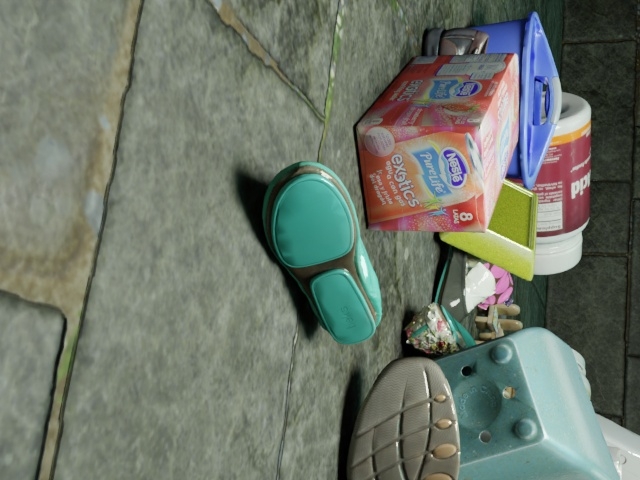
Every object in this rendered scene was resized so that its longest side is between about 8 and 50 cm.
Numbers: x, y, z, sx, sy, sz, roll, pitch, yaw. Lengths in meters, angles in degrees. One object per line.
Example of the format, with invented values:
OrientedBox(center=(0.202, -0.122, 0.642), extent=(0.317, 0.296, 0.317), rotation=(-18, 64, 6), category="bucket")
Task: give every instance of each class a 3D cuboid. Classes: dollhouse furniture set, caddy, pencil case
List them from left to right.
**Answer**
OrientedBox(center=(0.345, 0.047, 1.567), extent=(0.098, 0.095, 0.209), rotation=(-44, 137, -21), category="pencil case")
OrientedBox(center=(0.376, -0.269, 1.484), extent=(0.241, 0.179, 0.341), rotation=(0, 92, -68), category="caddy")
OrientedBox(center=(0.433, 0.287, 1.704), extent=(0.242, 0.161, 0.212), rotation=(63, 36, -51), category="dollhouse furniture set")

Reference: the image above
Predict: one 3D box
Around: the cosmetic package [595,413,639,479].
OrientedBox(center=(0.500, 0.588, 1.618), extent=(0.453, 0.230, 0.161), rotation=(-68, 161, 9), category="cosmetic package")

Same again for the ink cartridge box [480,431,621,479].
OrientedBox(center=(0.326, 0.438, 1.250), extent=(0.129, 0.308, 0.223), rotation=(5, 88, -68), category="ink cartridge box")

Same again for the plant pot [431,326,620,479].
OrientedBox(center=(0.252, 0.259, 1.086), extent=(0.252, 0.247, 0.247), rotation=(42, 31, -53), category="plant pot")

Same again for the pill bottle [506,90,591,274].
OrientedBox(center=(0.518, -0.131, 1.792), extent=(0.224, 0.224, 0.392), rotation=(-57, 143, -52), category="pill bottle")

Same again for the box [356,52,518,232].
OrientedBox(center=(0.168, -0.139, 1.004), extent=(0.300, 0.154, 0.142), rotation=(-56, 142, -55), category="box")

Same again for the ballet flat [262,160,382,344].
OrientedBox(center=(0.000, 0.000, 0.719), extent=(0.247, 0.083, 0.087), rotation=(68, 8, -46), category="ballet flat")

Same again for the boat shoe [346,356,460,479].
OrientedBox(center=(0.093, 0.310, 0.936), extent=(0.130, 0.133, 0.355), rotation=(-73, 168, -84), category="boat shoe")

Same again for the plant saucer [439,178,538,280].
OrientedBox(center=(0.308, -0.048, 1.327), extent=(0.045, 0.188, 0.188), rotation=(-51, -161, 51), category="plant saucer")

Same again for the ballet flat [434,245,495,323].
OrientedBox(center=(0.260, 0.041, 1.331), extent=(0.095, 0.096, 0.280), rotation=(57, 41, -55), category="ballet flat")

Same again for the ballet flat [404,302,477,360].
OrientedBox(center=(0.187, 0.153, 1.194), extent=(0.241, 0.077, 0.091), rotation=(41, 20, -59), category="ballet flat")

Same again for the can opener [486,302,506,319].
OrientedBox(center=(0.414, 0.104, 1.748), extent=(0.280, 0.093, 0.074), rotation=(77, 25, -45), category="can opener")

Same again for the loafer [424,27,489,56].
OrientedBox(center=(0.221, -0.184, 1.210), extent=(0.109, 0.095, 0.302), rotation=(-46, 134, -59), category="loafer")

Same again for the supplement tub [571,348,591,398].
OrientedBox(center=(0.568, 0.448, 1.961), extent=(0.235, 0.236, 0.324), rotation=(66, 34, -48), category="supplement tub")
